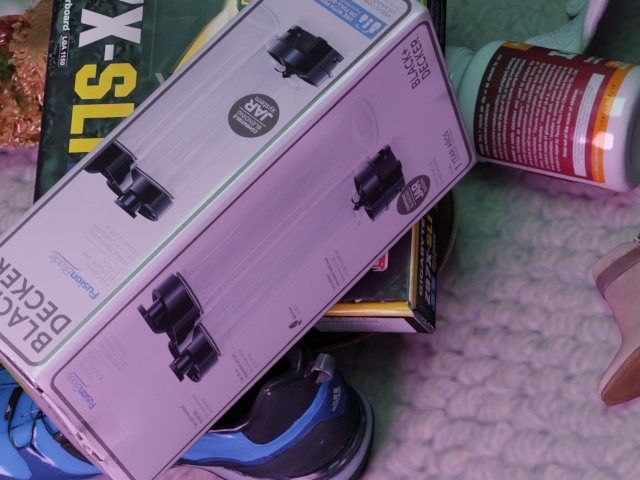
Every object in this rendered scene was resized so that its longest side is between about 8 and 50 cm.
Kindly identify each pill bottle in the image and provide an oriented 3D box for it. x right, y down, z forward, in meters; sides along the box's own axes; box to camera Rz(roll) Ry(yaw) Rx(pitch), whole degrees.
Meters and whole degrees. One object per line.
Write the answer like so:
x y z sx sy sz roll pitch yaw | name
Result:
0.146 -0.087 1.255 0.152 0.086 0.086 14 62 25 | pill bottle

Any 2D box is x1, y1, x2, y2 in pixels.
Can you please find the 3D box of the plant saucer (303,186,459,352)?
0.000 0.000 1.273 0.199 0.036 0.198 -8 54 12 | plant saucer

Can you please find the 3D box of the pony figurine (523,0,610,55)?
0.240 -0.327 1.271 0.364 0.351 0.302 -9 55 -11 | pony figurine

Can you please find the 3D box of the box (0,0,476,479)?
-0.053 -0.009 1.044 0.290 0.169 0.087 -45 60 -11 | box

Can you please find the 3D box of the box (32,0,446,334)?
-0.050 -0.099 1.226 0.257 0.079 0.322 -1 75 16 | box

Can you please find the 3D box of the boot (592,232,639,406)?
0.200 0.043 1.179 0.118 0.042 0.087 -35 47 -9 | boot

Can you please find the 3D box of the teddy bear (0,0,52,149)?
-0.164 -0.147 1.401 0.338 0.113 0.245 -28 46 7 | teddy bear

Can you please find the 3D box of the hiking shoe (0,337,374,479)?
-0.121 0.094 1.185 0.304 0.132 0.113 -4 54 15 | hiking shoe
